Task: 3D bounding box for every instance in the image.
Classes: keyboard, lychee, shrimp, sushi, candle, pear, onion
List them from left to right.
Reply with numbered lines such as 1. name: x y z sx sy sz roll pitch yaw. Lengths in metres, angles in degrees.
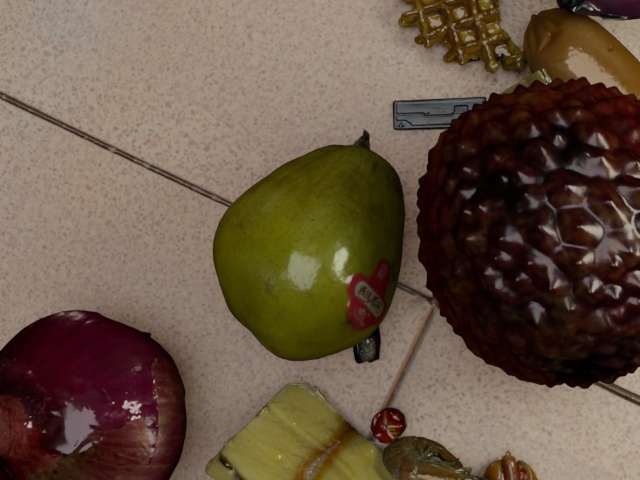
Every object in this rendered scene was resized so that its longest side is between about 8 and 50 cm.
1. onion: -0.396 0.267 1.342 0.348 0.385 0.347 -4 80 22
2. pear: 0.000 0.000 1.354 0.287 0.287 0.375 23 81 10
3. sushi: 0.075 0.159 1.457 0.046 0.044 0.083 -6 86 -14
4. candle: 0.106 0.289 1.388 0.052 0.131 0.052 -1 83 8
5. shrimp: 0.185 0.357 1.395 0.180 0.099 0.041 14 121 16
6. keyboard: 0.197 -0.211 1.477 0.155 0.010 0.053 0 84 8
7. lychee: 0.357 0.011 1.236 0.424 0.424 0.500 -41 98 3

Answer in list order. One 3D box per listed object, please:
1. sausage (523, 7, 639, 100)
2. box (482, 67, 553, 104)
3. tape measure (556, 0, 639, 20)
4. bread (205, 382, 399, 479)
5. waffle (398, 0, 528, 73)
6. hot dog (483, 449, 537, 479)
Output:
1. sausage: 0.449 -0.222 1.371 0.354 0.116 0.134 43 111 1
2. box: 0.317 -0.211 1.399 0.020 0.149 0.073 -37 96 -38
3. tape measure: 0.459 -0.424 1.313 0.232 0.149 0.245 13 66 35
4. bread: -0.016 0.360 1.347 0.263 0.236 0.198 39 92 8
5. waffle: 0.258 -0.428 1.460 0.260 0.069 0.293 24 92 11
6. hot dog: 0.299 0.446 1.383 0.092 0.062 0.235 -6 84 11
